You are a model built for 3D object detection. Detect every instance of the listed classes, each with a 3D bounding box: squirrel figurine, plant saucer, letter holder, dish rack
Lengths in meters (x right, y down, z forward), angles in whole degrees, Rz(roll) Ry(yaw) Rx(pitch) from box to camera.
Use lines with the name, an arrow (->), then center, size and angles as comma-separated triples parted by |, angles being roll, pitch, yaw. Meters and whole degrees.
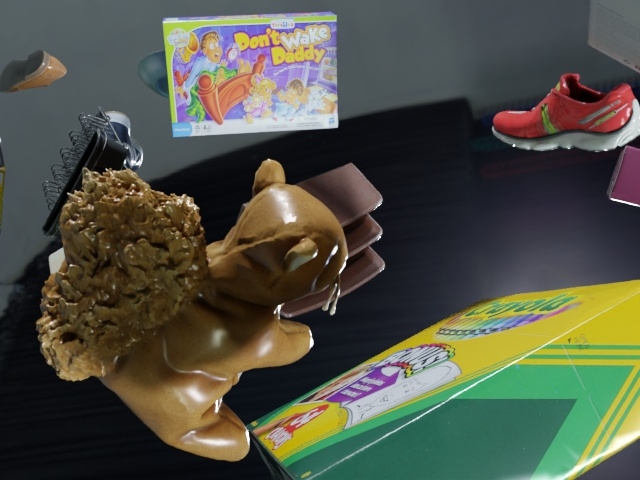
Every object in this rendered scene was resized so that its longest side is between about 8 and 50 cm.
squirrel figurine -> -0.162, 0.061, 1.067 | 0.397, 0.370, 0.281 | 25, 34, -36
plant saucer -> -0.318, -0.361, 1.795 | 0.195, 0.195, 0.037 | 51, 37, -63
letter holder -> 0.000, 0.000, 1.630 | 0.214, 0.302, 0.152 | 49, -40, 21
dish rack -> -0.438, -0.134, 1.442 | 0.074, 0.208, 0.271 | 25, 15, -34

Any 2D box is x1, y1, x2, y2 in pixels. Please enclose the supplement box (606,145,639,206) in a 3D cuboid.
supplement box -> 0.618, -0.123, 1.552 | 0.188, 0.081, 0.104 | -14, 120, -71

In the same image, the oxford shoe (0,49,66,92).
oxford shoe -> -0.636, -0.354, 1.731 | 0.076, 0.212, 0.076 | 24, 69, -48

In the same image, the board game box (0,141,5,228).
board game box -> -0.614, -0.114, 1.452 | 0.141, 0.048, 0.170 | 63, -36, 35

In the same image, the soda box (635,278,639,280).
soda box -> 0.532, 0.133, 1.176 | 0.181, 0.061, 0.058 | 48, 42, -9

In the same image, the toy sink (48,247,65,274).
toy sink -> -0.428, 0.122, 1.548 | 0.153, 0.131, 0.234 | 53, 9, -50

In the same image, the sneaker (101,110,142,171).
sneaker -> -0.529, -0.205, 2.075 | 0.282, 0.099, 0.153 | 100, -12, -69

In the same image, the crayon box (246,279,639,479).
crayon box -> 0.108, 0.156, 0.731 | 0.106, 0.313, 0.363 | 62, -13, 1

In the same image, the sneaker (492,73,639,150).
sneaker -> 0.409, -0.221, 1.332 | 0.107, 0.279, 0.118 | -28, 112, -34

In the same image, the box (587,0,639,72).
box -> 0.509, -0.392, 1.108 | 0.215, 0.168, 0.345 | -53, 159, 2

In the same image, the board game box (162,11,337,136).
board game box -> -0.142, -0.346, 1.643 | 0.078, 0.347, 0.233 | -112, -161, -67
